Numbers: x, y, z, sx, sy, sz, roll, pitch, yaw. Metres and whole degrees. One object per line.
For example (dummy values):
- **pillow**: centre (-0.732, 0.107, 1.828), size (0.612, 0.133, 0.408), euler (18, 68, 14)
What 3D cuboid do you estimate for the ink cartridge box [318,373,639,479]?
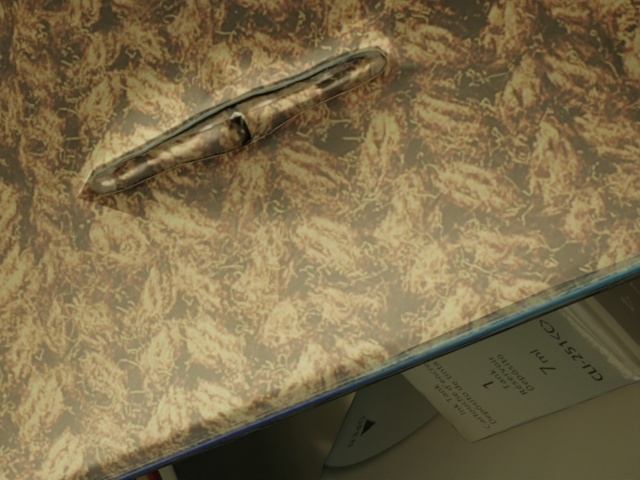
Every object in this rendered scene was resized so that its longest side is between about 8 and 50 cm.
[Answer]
- **ink cartridge box**: centre (0.139, 0.079, 0.898), size (0.385, 0.091, 0.308), euler (-34, -157, 49)

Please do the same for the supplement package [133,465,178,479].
- **supplement package**: centre (-0.160, 0.140, 0.989), size (0.139, 0.244, 0.134), euler (-21, 175, -19)

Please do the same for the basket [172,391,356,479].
- **basket**: centre (-0.020, 0.162, 1.325), size (0.328, 0.331, 0.266), euler (-20, 176, -15)

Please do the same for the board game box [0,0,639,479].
- **board game box**: centre (0.008, -0.027, 0.555), size (0.232, 0.141, 0.291), euler (-23, 175, 11)

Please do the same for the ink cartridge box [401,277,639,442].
- **ink cartridge box**: centre (0.133, -0.020, 0.909), size (0.296, 0.066, 0.261), euler (-49, -170, -32)
